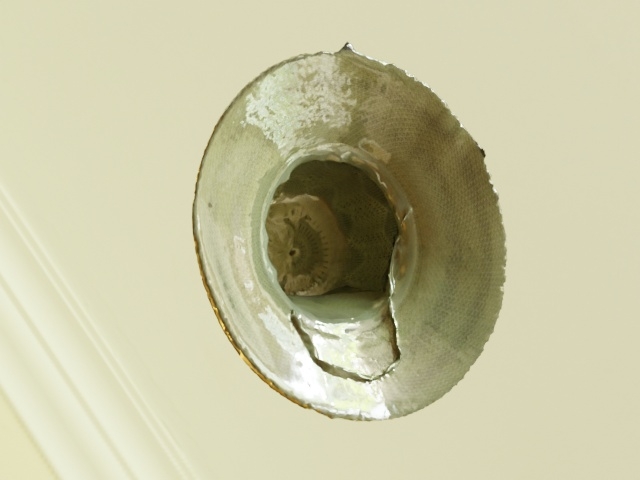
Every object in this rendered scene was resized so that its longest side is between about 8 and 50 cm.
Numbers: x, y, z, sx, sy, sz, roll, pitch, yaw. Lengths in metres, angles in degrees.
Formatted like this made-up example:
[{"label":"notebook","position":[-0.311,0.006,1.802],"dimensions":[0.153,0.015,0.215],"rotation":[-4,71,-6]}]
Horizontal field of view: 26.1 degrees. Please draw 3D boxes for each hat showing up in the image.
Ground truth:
[{"label":"hat","position":[0.000,0.000,0.950],"dimensions":[0.252,0.110,0.252],"rotation":[6,-101,-32]}]
